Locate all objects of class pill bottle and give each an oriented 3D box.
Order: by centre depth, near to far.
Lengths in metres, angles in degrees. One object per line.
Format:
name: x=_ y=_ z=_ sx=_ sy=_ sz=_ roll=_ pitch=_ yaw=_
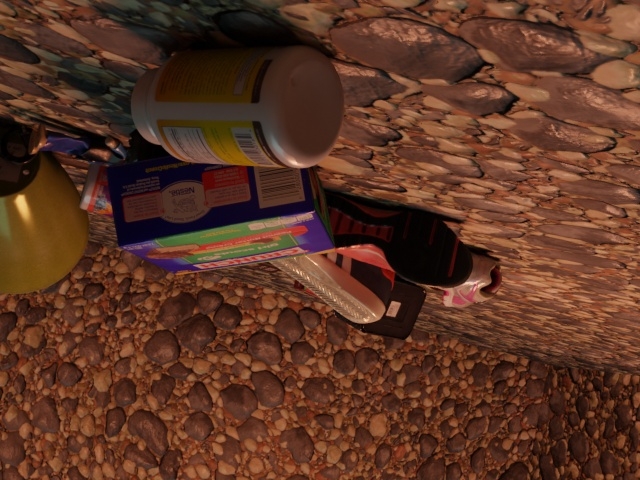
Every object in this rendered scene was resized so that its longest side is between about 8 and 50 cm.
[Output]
pill bottle: x=-0.090 y=-0.135 z=0.942 sx=0.215 sy=0.117 sz=0.117 roll=7 pitch=170 yaw=38
pill bottle: x=-0.324 y=-0.083 z=1.673 sx=0.193 sy=0.108 sz=0.108 roll=15 pitch=171 yaw=-16

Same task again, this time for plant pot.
plant pot: x=-0.569 y=-0.080 z=1.702 sx=0.275 sy=0.275 sz=0.293 roll=14 pitch=155 yaw=-5

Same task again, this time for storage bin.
storage bin: x=0.126 y=0.130 z=1.945 sx=0.084 sy=0.122 sz=0.180 roll=27 pitch=-173 yaw=40

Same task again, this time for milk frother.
milk frother: x=-0.530 y=-0.174 z=1.508 sx=0.143 sy=0.129 sz=0.135 roll=-30 pitch=-171 yaw=-21

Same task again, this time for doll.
doll: x=-0.381 y=-0.148 z=1.547 sx=0.189 sy=0.046 sz=0.129 roll=11 pitch=165 yaw=-31

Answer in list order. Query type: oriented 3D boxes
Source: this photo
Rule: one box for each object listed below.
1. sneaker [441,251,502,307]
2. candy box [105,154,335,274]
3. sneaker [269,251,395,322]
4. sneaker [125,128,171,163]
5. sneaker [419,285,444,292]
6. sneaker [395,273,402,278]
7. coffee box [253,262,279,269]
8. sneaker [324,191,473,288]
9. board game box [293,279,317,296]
sneaker: x=0.299 y=0.083 z=1.825 sx=0.111 sy=0.103 sz=0.252 roll=12 pitch=172 yaw=17
candy box: x=-0.129 y=-0.041 z=1.353 sx=0.268 sy=0.122 sz=0.317 roll=-10 pitch=171 yaw=4
sneaker: x=0.000 y=0.000 z=1.725 sx=0.350 sy=0.148 sz=0.131 roll=42 pitch=151 yaw=-21
sneaker: x=-0.226 y=-0.118 z=1.426 sx=0.106 sy=0.078 sz=0.234 roll=6 pitch=172 yaw=5
sneaker: x=0.233 y=0.081 z=2.030 sx=0.086 sy=0.064 sz=0.192 roll=0 pitch=168 yaw=40
sneaker: x=0.158 y=0.040 z=1.897 sx=0.162 sy=0.063 sz=0.073 roll=12 pitch=168 yaw=4
coffee box: x=-0.189 y=-0.011 z=1.971 sx=0.246 sy=0.098 sz=0.141 roll=15 pitch=172 yaw=-14
sneaker: x=0.109 y=-0.010 z=1.584 sx=0.314 sy=0.116 sz=0.136 roll=19 pitch=-178 yaw=4
board game box: x=0.029 y=0.055 z=1.908 sx=0.027 sy=0.145 sz=0.281 roll=10 pitch=171 yaw=25
